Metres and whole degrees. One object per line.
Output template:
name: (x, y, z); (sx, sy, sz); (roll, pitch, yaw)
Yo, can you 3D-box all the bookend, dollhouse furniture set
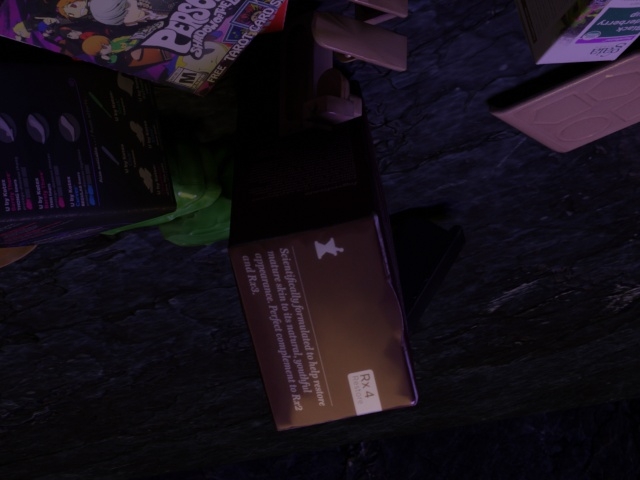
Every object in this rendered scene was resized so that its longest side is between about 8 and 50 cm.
bookend: (0.089, 0.022, 2.022); (0.157, 0.156, 0.072); (28, 170, 17)
dollhouse furniture set: (-0.018, -0.182, 1.341); (0.123, 0.144, 0.151); (10, 165, -40)

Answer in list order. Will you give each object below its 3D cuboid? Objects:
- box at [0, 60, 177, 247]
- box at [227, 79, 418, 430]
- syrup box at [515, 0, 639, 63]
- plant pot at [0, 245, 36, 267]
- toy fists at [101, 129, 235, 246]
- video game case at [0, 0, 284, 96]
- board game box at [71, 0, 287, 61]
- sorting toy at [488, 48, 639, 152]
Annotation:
box: (-0.283, -0.072, 1.327); (0.165, 0.143, 0.270); (-14, 176, 35)
box: (0.000, 0.000, 1.440); (0.143, 0.191, 0.381); (-12, -157, 2)
syrup box: (0.273, -0.256, 1.356); (0.093, 0.096, 0.237); (-5, 158, -23)
plant pot: (-0.433, -0.007, 1.687); (0.236, 0.032, 0.236); (-11, 160, -4)
toy fists: (-0.145, -0.059, 1.643); (0.142, 0.096, 0.279); (-14, 165, 34)
video game case: (-0.118, -0.222, 1.161); (0.210, 0.042, 0.232); (15, 135, -37)
board game box: (-0.123, -0.218, 1.274); (0.193, 0.045, 0.147); (-10, 161, -9)
sorting toy: (0.324, -0.166, 1.744); (0.208, 0.038, 0.193); (-18, 161, 27)
